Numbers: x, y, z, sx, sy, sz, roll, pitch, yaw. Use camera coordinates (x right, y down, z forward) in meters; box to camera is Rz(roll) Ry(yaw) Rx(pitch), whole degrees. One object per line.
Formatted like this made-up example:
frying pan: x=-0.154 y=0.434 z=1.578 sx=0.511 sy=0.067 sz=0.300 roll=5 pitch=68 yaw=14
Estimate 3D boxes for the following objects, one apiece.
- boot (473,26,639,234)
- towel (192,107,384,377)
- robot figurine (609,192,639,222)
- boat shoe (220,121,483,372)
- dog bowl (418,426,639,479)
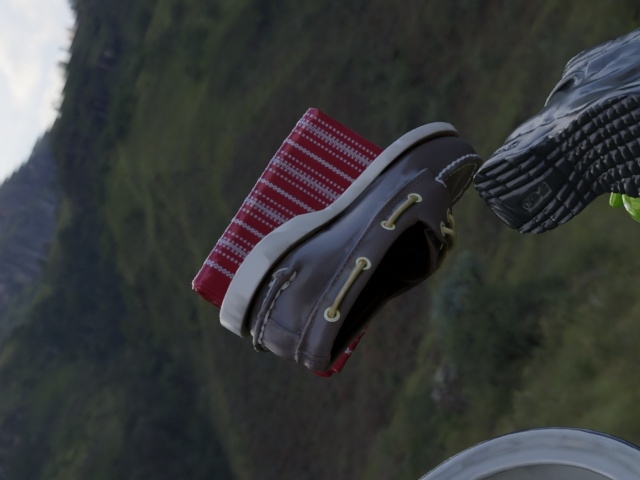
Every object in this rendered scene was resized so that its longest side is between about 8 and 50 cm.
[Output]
boot: x=0.211 y=-0.098 z=0.895 sx=0.246 sy=0.083 sz=0.161 roll=-15 pitch=31 yaw=55
towel: x=0.000 y=0.000 z=1.640 sx=0.275 sy=0.199 sz=0.031 roll=-58 pitch=0 yaw=-21
robot figurine: x=0.358 y=-0.045 z=1.490 sx=0.115 sy=0.101 sz=0.067 roll=21 pitch=-84 yaw=-61
boat shoe: x=0.052 y=0.002 z=1.159 sx=0.324 sy=0.096 sz=0.117 roll=-36 pitch=-28 yaw=-46
dog bowl: x=0.202 y=0.383 z=1.299 sx=0.150 sy=0.408 sz=0.408 roll=46 pitch=-121 yaw=-36
